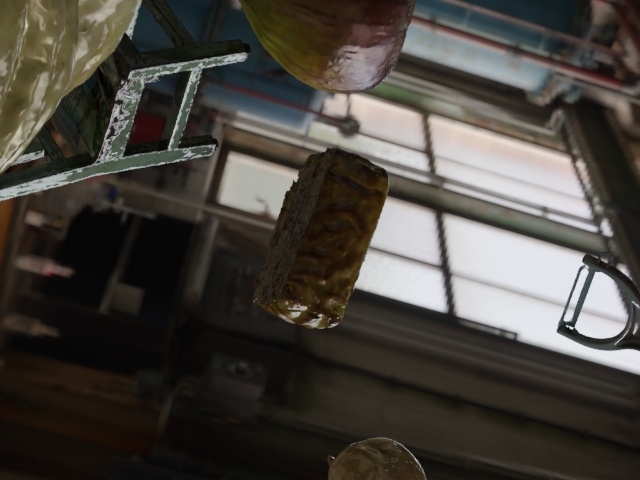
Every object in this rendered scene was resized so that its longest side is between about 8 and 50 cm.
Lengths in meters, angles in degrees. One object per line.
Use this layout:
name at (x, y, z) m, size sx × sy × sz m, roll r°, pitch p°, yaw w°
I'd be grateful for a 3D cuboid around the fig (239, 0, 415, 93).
fig at (-0.021, -0.220, 1.082) m, size 0.143 × 0.230 × 0.160 m, roll -12°, pitch 113°, yaw -67°

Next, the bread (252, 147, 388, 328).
bread at (0.000, 0.000, 1.478) m, size 0.222 × 0.096 × 0.181 m, roll -70°, pitch -166°, yaw -11°

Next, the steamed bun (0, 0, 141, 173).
steamed bun at (-0.252, -0.170, 0.663) m, size 0.230 × 0.372 × 0.325 m, roll 27°, pitch -40°, yaw 57°

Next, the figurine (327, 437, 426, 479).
figurine at (0.048, 0.310, 1.324) m, size 0.114 × 0.108 × 0.196 m, roll 58°, pitch -42°, yaw 49°

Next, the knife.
knife at (0.369, 0.116, 1.190) m, size 0.053 × 0.278 × 0.123 m, roll -34°, pitch 146°, yaw -35°

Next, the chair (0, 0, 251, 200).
chair at (-0.220, -0.147, 1.090) m, size 0.136 × 0.270 × 0.147 m, roll 54°, pitch -40°, yaw 29°
